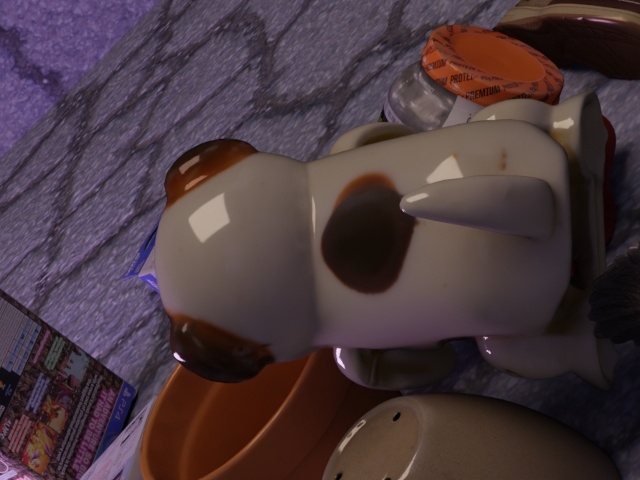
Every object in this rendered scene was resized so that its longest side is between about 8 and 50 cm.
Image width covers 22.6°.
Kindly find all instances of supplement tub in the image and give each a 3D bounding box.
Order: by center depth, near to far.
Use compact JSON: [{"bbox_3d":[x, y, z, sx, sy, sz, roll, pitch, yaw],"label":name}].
[{"bbox_3d":[0.139,-0.063,1.754,0.193,0.193,0.316,-94,20,-58],"label":"supplement tub"}]

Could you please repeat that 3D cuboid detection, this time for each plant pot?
[{"bbox_3d":[0.112,0.250,1.483,0.284,0.191,0.284,-38,26,23],"label":"plant pot"},{"bbox_3d":[-0.030,0.208,1.771,0.291,0.203,0.291,-38,27,23],"label":"plant pot"}]

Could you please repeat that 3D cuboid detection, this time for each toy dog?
[{"bbox_3d":[0.048,0.023,1.481,0.408,0.284,0.395,-5,3,18],"label":"toy dog"}]

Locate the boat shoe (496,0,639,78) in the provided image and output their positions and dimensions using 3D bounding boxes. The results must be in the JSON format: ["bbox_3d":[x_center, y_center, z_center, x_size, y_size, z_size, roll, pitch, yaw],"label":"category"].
[{"bbox_3d":[0.340,-0.283,1.972,0.123,0.123,0.342,-53,18,-6],"label":"boat shoe"}]

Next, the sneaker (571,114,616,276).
[{"bbox_3d":[0.268,-0.033,1.804,0.128,0.087,0.221,-48,17,56],"label":"sneaker"}]

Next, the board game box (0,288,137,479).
[{"bbox_3d":[-0.445,0.247,2.317,0.141,0.291,0.232,-31,29,38],"label":"board game box"}]

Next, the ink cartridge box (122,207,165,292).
[{"bbox_3d":[-0.176,-0.016,2.529,0.311,0.065,0.186,-14,42,49],"label":"ink cartridge box"}]

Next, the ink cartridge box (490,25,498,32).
[{"bbox_3d":[0.213,-0.196,2.144,0.097,0.046,0.207,-33,29,34],"label":"ink cartridge box"}]

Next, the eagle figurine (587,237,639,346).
[{"bbox_3d":[0.401,0.051,1.300,0.298,0.225,0.226,-38,35,0],"label":"eagle figurine"}]

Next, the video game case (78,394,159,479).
[{"bbox_3d":[-0.278,0.366,2.073,0.269,0.061,0.244,-47,18,42],"label":"video game case"}]
